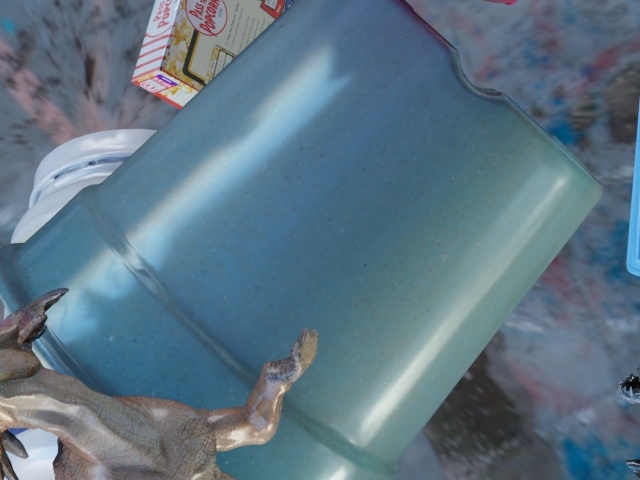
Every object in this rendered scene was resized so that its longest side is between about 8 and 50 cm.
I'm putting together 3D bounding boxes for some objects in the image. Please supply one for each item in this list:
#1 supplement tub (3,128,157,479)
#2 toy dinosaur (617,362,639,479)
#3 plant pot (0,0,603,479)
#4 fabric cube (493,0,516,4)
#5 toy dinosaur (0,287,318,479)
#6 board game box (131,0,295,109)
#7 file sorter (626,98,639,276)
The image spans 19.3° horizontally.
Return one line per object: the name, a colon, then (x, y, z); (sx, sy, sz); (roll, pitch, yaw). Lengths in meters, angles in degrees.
supplement tub: (-0.168, 0.088, 1.687); (0.235, 0.235, 0.325); (3, 60, -7)
toy dinosaur: (0.393, 0.232, 1.735); (0.322, 0.164, 0.218); (49, 124, 2)
plant pot: (0.000, 0.000, 1.348); (0.341, 0.341, 0.334); (41, 96, -7)
fabric cube: (0.048, -0.316, 1.217); (0.254, 0.258, 0.259); (24, 101, 11)
toy dinosaur: (-0.103, 0.130, 0.997); (0.200, 0.296, 0.127); (11, 48, 22)
board game box: (-0.059, -0.163, 1.638); (0.193, 0.045, 0.147); (30, 63, -32)
file sorter: (0.161, -0.068, 0.472); (0.104, 0.118, 0.170); (-21, 121, -43)
